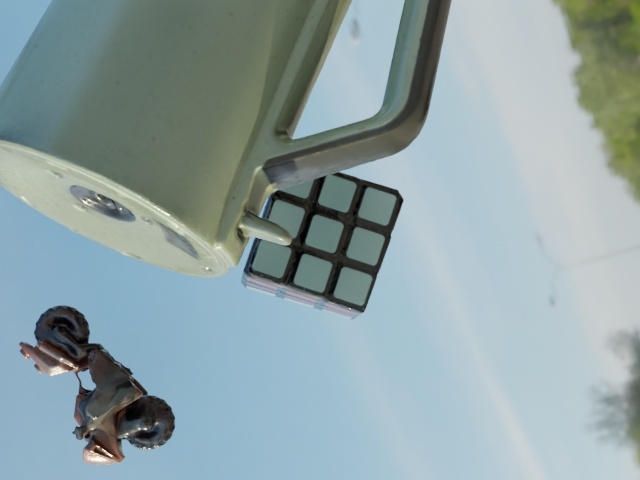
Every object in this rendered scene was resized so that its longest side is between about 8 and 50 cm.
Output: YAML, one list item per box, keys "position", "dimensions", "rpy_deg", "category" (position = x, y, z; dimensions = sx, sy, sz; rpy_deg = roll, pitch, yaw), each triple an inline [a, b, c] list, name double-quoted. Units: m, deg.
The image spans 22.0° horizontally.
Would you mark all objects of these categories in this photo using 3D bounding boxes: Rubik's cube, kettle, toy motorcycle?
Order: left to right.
- position: [-0.274, 0.180, 1.942]
  dimensions: [0.212, 0.118, 0.084]
  rpy_deg: [46, 179, 4]
  category: "toy motorcycle"
- position: [-0.073, -0.169, 1.456]
  dimensions: [0.376, 0.361, 0.250]
  rpy_deg: [-66, -21, -15]
  category: "kettle"
- position: [0.000, 0.000, 2.050]
  dimensions: [0.160, 0.163, 0.162]
  rpy_deg: [120, 166, -83]
  category: "Rubik's cube"
